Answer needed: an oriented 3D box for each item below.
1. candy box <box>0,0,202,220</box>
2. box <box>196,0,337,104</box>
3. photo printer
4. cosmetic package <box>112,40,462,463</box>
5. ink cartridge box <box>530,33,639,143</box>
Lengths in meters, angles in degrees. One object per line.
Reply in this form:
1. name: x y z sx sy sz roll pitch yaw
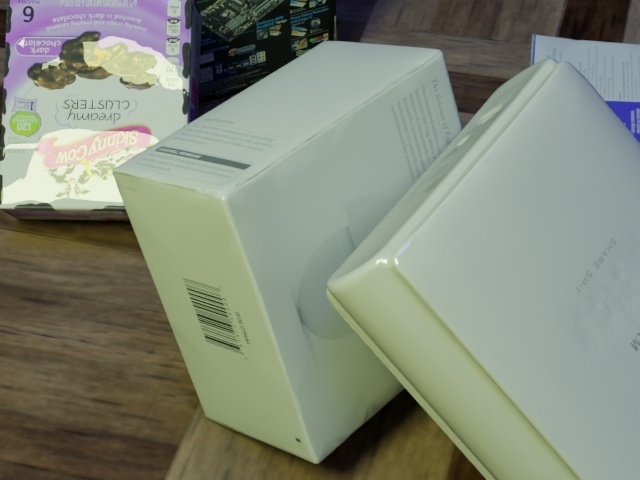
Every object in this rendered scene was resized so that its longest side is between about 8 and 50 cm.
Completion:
1. candy box: -0.192 -0.117 1.231 0.165 0.070 0.196 1 83 2
2. box: -0.091 -0.224 1.349 0.220 0.175 0.051 -18 44 -16
3. photo printer: 0.181 0.062 0.969 0.307 0.107 0.256 49 56 -9
4. cosmetic package: 0.000 0.000 1.039 0.225 0.224 0.138 -35 31 -31
5. ink cartridge box: 0.297 -0.115 1.313 0.208 0.045 0.206 7 43 6
